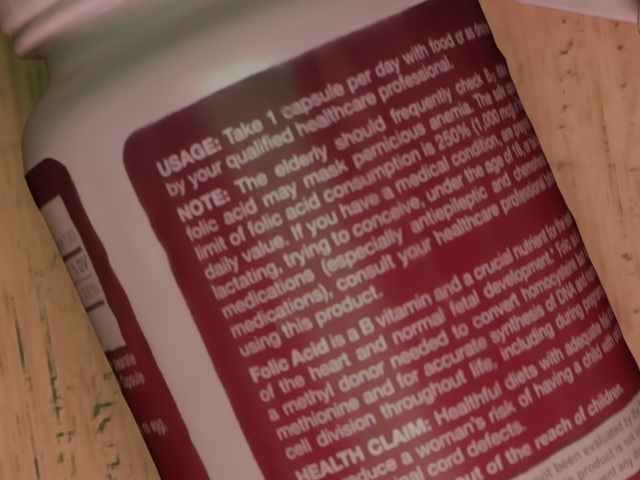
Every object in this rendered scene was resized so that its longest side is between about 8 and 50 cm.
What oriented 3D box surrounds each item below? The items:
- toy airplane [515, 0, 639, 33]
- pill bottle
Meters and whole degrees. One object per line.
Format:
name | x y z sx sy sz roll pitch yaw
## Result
toy airplane | 0.200 -0.275 0.893 0.386 0.272 0.384 46 133 -8
pill bottle | 0.000 0.000 0.912 0.224 0.224 0.392 -23 92 4
